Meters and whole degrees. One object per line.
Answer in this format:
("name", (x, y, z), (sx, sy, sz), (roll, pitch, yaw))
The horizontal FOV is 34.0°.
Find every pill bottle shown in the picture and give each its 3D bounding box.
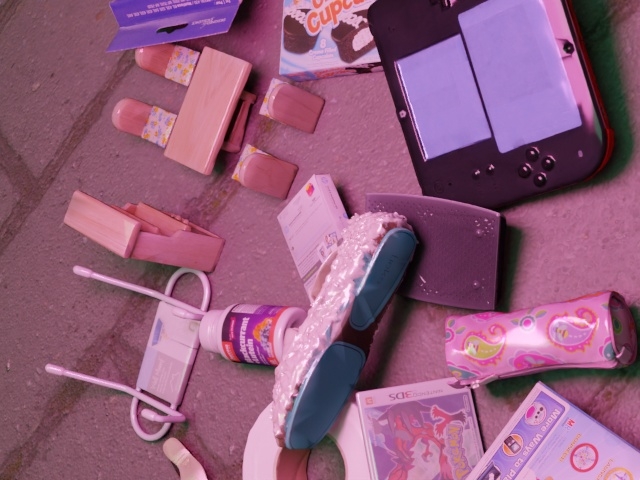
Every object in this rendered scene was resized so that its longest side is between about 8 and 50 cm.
("pill bottle", (-0.117, 0.167, 1.862), (0.193, 0.108, 0.108), (1, 83, 34))

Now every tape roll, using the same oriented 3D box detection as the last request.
("tape roll", (0.010, 0.387, 1.749), (0.286, 0.100, 0.286), (-6, 78, 33))

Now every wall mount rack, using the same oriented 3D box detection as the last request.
("wall mount rack", (-0.358, 0.197, 2.005), (0.304, 0.130, 0.350), (18, 92, 34))

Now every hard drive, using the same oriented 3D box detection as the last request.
("hard drive", (0.184, 0.012, 1.694), (0.254, 0.054, 0.172), (10, 105, 38))

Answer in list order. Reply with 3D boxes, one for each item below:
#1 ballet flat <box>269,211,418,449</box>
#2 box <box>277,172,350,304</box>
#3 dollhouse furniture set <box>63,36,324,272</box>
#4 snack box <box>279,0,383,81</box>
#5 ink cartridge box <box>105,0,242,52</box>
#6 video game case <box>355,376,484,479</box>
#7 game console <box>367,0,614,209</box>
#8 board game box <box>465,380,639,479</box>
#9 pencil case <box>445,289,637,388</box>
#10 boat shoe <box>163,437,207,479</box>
("ballet flat", (0.020, 0.135, 1.672), (0.147, 0.147, 0.409), (25, 84, 34))
("box", (0.000, 0.000, 1.823), (0.145, 0.038, 0.186), (-47, 58, 45))
("dollhouse furniture set", (-0.261, -0.165, 1.922), (0.362, 0.256, 0.394), (25, 97, 34))
("snack box", (0.076, -0.393, 1.852), (0.322, 0.060, 0.187), (-2, 81, 34))
("ink cartridge box", (-0.253, -0.502, 2.003), (0.303, 0.072, 0.307), (-2, 48, 32))
("video game case", (0.162, 0.323, 1.639), (0.183, 0.023, 0.201), (-8, 75, -7))
("game console", (0.257, -0.247, 1.639), (0.342, 0.060, 0.386), (-18, 88, 35))
("board game box", (0.333, 0.401, 1.447), (0.308, 0.086, 0.302), (-53, 41, -1))
("pencil case", (0.321, 0.152, 1.563), (0.284, 0.124, 0.124), (-14, 75, 31))
("boat shoe", (-0.244, 0.425, 1.948), (0.049, 0.042, 0.133), (-38, 61, -5))
